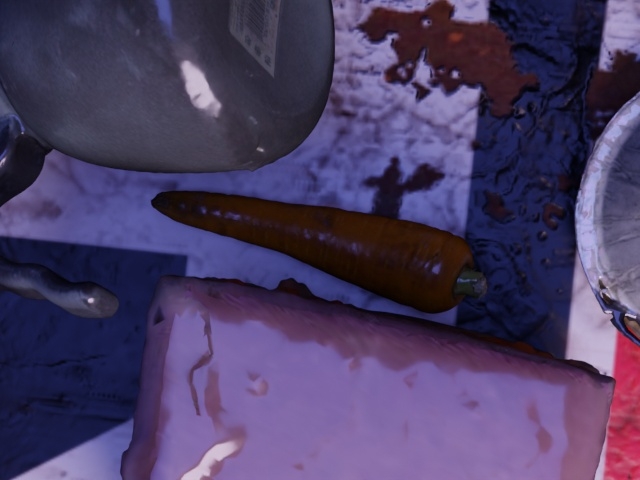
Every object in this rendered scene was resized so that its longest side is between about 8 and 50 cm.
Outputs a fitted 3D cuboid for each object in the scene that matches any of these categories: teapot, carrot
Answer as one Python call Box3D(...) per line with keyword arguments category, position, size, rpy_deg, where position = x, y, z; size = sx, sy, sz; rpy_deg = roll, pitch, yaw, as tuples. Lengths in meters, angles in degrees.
Box3D(category="teapot", position=(-0.151, -0.103, 1.104), size=(0.285, 0.223, 0.305), rpy_deg=(-8, 89, 27))
Box3D(category="carrot", position=(0.000, 0.000, 1.197), size=(0.257, 0.061, 0.061), rpy_deg=(15, 92, 13))

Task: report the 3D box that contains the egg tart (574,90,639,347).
Box3D(category="egg tart", position=(0.296, -0.017, 1.156), size=(0.234, 0.094, 0.234), rpy_deg=(0, 89, 1))

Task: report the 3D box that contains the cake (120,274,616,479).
Box3D(category="cake", position=(0.025, 0.156, 1.101), size=(0.309, 0.237, 0.230), rpy_deg=(15, 92, 1))
